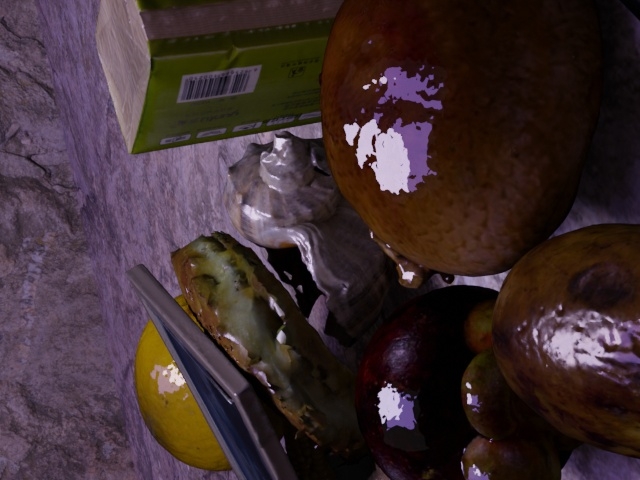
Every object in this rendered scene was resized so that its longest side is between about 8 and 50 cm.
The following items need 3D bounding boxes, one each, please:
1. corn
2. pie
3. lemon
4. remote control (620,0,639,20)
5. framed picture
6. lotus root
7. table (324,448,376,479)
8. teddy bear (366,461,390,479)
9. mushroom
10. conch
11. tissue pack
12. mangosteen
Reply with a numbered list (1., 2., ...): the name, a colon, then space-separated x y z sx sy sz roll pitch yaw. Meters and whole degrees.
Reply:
1. corn: 0.010 0.344 1.373 0.102 0.101 0.313 180 81 -67
2. pie: -0.052 0.116 1.114 0.288 0.103 0.354 52 173 -38
3. lemon: -0.153 0.205 1.472 0.260 0.260 0.284 30 130 60
4. remote control: 0.196 -0.230 0.636 0.399 0.062 0.145 59 151 36
5. framed picture: -0.081 0.261 1.189 0.326 0.028 0.446 35 153 55
6. lotus root: 0.214 0.068 0.630 0.141 0.169 0.314 -64 22 -12
7. table: 0.058 0.260 1.252 0.175 0.062 0.146 68 157 15
8. teddy bear: 0.106 0.281 1.061 0.182 0.129 0.251 1 -112 -76
9. mushroom: 0.099 -0.094 0.776 0.263 0.195 0.283 38 137 48
10. conch: 0.010 -0.013 1.095 0.210 0.159 0.291 38 167 33
11. tissue pack: -0.069 -0.212 0.992 0.200 0.274 0.167 129 125 -63
12. mangosteen: 0.129 0.133 0.838 0.210 0.209 0.210 46 143 51
